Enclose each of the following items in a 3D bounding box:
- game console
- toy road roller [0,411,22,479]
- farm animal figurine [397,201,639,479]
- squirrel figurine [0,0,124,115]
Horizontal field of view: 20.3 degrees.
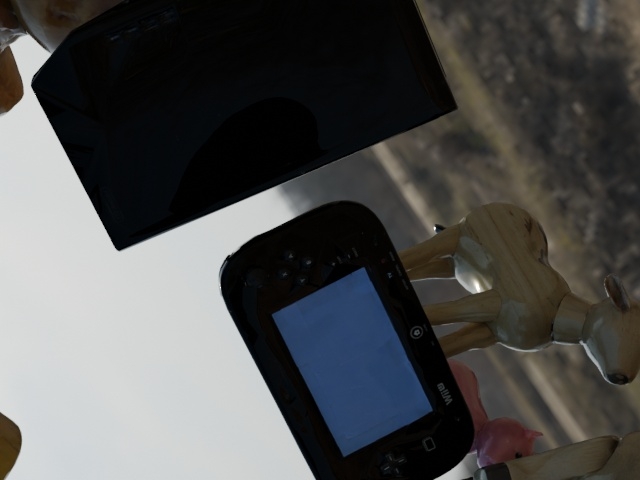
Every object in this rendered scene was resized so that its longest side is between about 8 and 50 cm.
[{"bbox_3d":[0.000,0.000,1.044,0.044,0.213,0.361,-102,-13,-64],"label":"game console"},{"bbox_3d":[-0.329,0.119,1.025,0.241,0.329,0.202,30,168,20],"label":"toy road roller"},{"bbox_3d":[0.165,0.143,1.106,0.327,0.172,0.330,-147,43,-80],"label":"farm animal figurine"},{"bbox_3d":[-0.235,-0.246,1.239,0.370,0.281,0.397,20,142,19],"label":"squirrel figurine"}]
